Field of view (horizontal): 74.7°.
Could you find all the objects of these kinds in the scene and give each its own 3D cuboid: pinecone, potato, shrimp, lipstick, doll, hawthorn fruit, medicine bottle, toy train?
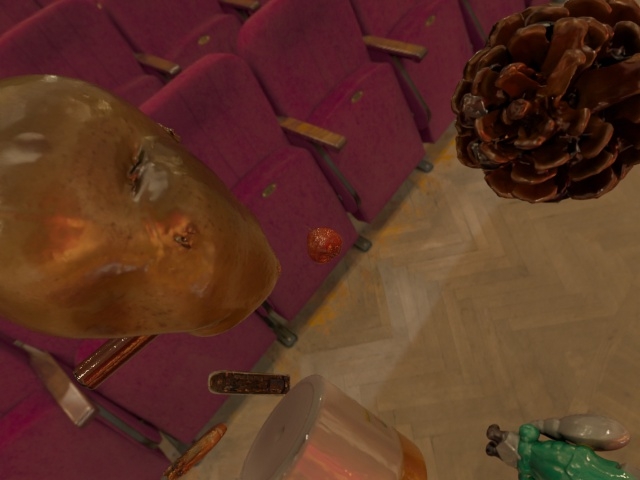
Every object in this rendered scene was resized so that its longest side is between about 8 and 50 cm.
[{"bbox_3d":[0.179,-0.104,0.327,0.173,0.174,0.174,-7,53,10],"label":"pinecone"},{"bbox_3d":[-0.182,-0.008,0.421,0.202,0.350,0.218,-44,50,23],"label":"potato"},{"bbox_3d":[-0.169,0.284,0.564,0.023,0.059,0.108,56,37,4],"label":"shrimp"},{"bbox_3d":[-0.289,0.134,0.770,0.356,0.057,0.057,-40,54,-8],"label":"lipstick"},{"bbox_3d":[0.450,0.391,0.759,0.153,0.195,0.258,-8,35,-42],"label":"doll"},{"bbox_3d":[0.013,0.008,1.377,0.125,0.125,0.140,-9,63,8],"label":"hawthorn fruit"},{"bbox_3d":[0.018,0.388,0.709,0.231,0.238,0.238,39,67,-7],"label":"medicine bottle"},{"bbox_3d":[-0.286,0.557,1.632,0.088,0.406,0.087,-18,61,37],"label":"toy train"}]
